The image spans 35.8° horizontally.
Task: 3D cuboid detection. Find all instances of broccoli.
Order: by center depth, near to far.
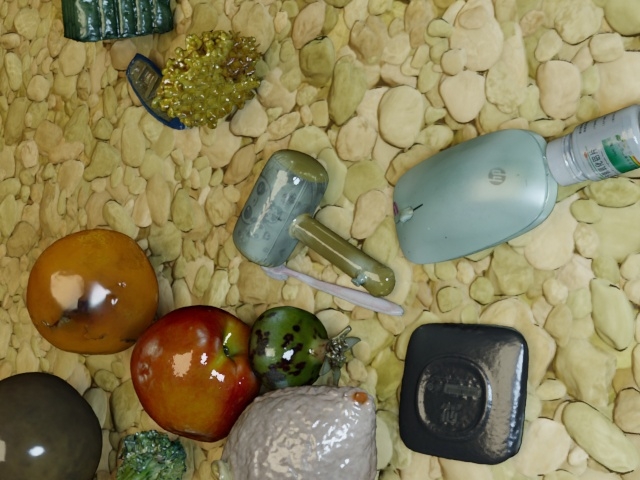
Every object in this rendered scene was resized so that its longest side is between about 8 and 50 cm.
[{"bbox_3d":[-0.321,0.423,1.783,0.167,0.160,0.155,-5,109,30],"label":"broccoli"}]

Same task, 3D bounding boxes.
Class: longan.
[{"bbox_3d":[-0.570,0.401,1.925,0.297,0.297,0.298,-6,82,41],"label":"longan"}]

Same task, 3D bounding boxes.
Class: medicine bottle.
[{"bbox_3d":[0.367,-0.120,1.292,0.130,0.080,0.080,-20,72,37],"label":"medicine bottle"}]

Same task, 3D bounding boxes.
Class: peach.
[{"bbox_3d":[-0.207,0.227,1.675,0.243,0.199,0.244,6,100,38],"label":"peach"}]

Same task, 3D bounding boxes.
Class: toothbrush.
[{"bbox_3d":[0.014,0.080,1.615,0.307,0.030,0.025,17,56,39],"label":"toothbrush"}]

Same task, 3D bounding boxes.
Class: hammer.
[{"bbox_3d":[0.000,0.000,1.597,0.305,0.113,0.202,38,113,28],"label":"hammer"}]

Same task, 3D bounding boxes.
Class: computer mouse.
[{"bbox_3d":[0.207,-0.062,1.416,0.288,0.097,0.160,-18,76,38],"label":"computer mouse"}]

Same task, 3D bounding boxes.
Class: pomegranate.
[{"bbox_3d":[-0.033,0.179,1.581,0.169,0.148,0.149,19,98,22],"label":"pomegranate"}]

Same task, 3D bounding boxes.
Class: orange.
[{"bbox_3d":[-0.425,0.102,1.849,0.246,0.246,0.246,-6,82,41],"label":"orange"}]

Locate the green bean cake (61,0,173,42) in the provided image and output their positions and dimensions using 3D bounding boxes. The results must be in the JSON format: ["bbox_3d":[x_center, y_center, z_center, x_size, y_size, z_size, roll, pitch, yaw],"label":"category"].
[{"bbox_3d":[-0.412,-0.456,1.975,0.208,0.193,0.107,-158,58,-63],"label":"green bean cake"}]

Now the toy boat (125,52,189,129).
[{"bbox_3d":[-0.308,-0.280,1.922,0.229,0.045,0.080,48,115,33],"label":"toy boat"}]

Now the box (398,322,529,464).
[{"bbox_3d":[0.200,0.217,1.425,0.212,0.042,0.201,2,88,42],"label":"box"}]

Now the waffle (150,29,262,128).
[{"bbox_3d":[-0.188,-0.281,1.719,0.197,0.193,0.070,-52,59,25],"label":"waffle"}]

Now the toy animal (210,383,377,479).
[{"bbox_3d":[-0.041,0.342,1.515,0.226,0.188,0.358,37,113,10],"label":"toy animal"}]
